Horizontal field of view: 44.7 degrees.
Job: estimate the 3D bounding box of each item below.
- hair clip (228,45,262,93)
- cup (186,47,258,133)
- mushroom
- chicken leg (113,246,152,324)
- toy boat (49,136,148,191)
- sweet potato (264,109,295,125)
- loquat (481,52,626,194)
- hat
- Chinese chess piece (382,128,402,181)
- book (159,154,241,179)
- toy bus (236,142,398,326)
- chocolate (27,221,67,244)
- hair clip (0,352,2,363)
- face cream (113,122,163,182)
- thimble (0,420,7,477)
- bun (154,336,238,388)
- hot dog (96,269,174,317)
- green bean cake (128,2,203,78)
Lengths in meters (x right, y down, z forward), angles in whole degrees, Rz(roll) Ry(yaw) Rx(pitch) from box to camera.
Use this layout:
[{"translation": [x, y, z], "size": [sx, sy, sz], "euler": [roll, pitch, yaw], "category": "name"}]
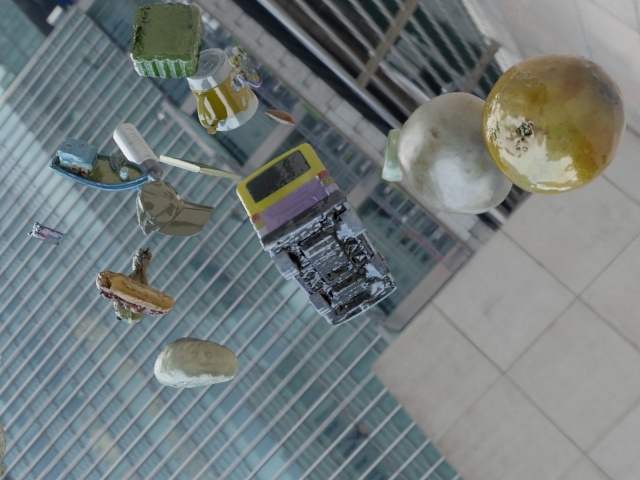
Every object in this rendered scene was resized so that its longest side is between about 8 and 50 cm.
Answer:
[{"translation": [-0.203, -0.447, 2.061], "size": [0.116, 0.049, 0.172], "euler": [55, -158, -25], "category": "hair clip"}, {"translation": [-0.332, -0.467, 2.499], "size": [0.185, 0.241, 0.226], "euler": [3, 144, 26], "category": "cup"}, {"translation": [0.338, -0.220, 1.830], "size": [0.297, 0.297, 0.290], "euler": [42, -130, 3], "category": "mushroom"}, {"translation": [-0.526, 0.125, 2.183], "size": [0.088, 0.103, 0.227], "euler": [28, -121, -53], "category": "chicken leg"}, {"translation": [-0.527, -0.182, 1.873], "size": [0.238, 0.098, 0.109], "euler": [16, -128, 0], "category": "toy boat"}, {"translation": [-0.109, -0.343, 2.163], "size": [0.095, 0.034, 0.034], "euler": [18, -162, -24], "category": "sweet potato"}, {"translation": [0.432, -0.217, 1.451], "size": [0.263, 0.263, 0.263], "euler": [40, -171, -8], "category": "loquat"}, {"translation": [-0.385, -0.099, 2.071], "size": [0.144, 0.173, 0.166], "euler": [61, -149, -31], "category": "hat"}, {"translation": [0.206, -0.232, 2.125], "size": [0.059, 0.144, 0.144], "euler": [9, -171, 2], "category": "Chinese chess piece"}, {"translation": [-0.374, -0.226, 2.417], "size": [0.160, 0.024, 0.228], "euler": [8, -172, -44], "category": "book"}, {"translation": [0.000, 0.000, 1.814], "size": [0.249, 0.209, 0.440], "euler": [59, -177, 36], "category": "toy bus"}, {"translation": [-0.684, -0.013, 1.941], "size": [0.086, 0.028, 0.182], "euler": [23, 159, -24], "category": "chocolate"}, {"translation": [-0.725, 0.279, 1.661], "size": [0.039, 0.115, 0.030], "euler": [40, -162, -46], "category": "hair clip"}, {"translation": [-0.627, -0.294, 2.716], "size": [0.092, 0.092, 0.311], "euler": [31, -165, -50], "category": "face cream"}, {"translation": [-0.859, 0.481, 1.741], "size": [0.292, 0.195, 0.291], "euler": [18, -124, -30], "category": "thimble"}, {"translation": [-0.411, 0.401, 2.564], "size": [0.273, 0.273, 0.168], "euler": [23, -118, -63], "category": "bun"}, {"translation": [-0.475, 0.139, 1.965], "size": [0.102, 0.076, 0.249], "euler": [13, 166, 37], "category": "hot dog"}, {"translation": [-0.449, -0.590, 2.288], "size": [0.113, 0.200, 0.214], "euler": [83, -174, -70], "category": "green bean cake"}]
